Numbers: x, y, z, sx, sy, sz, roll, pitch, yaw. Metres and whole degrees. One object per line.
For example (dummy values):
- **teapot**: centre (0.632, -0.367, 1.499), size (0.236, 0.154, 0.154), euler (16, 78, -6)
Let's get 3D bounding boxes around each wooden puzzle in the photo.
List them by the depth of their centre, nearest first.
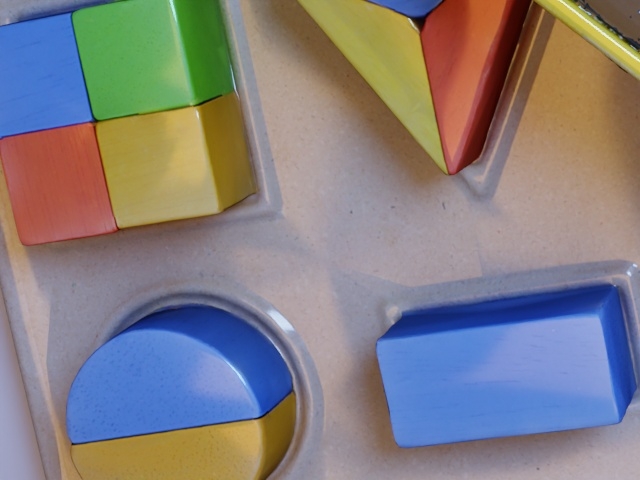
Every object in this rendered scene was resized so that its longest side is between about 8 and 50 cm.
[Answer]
- **wooden puzzle**: centre (0.000, 0.000, 0.778), size (0.322, 0.080, 0.347), euler (-9, 104, 18)

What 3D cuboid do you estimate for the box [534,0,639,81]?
- **box**: centre (0.167, -0.213, 0.633), size (0.257, 0.079, 0.322), euler (39, 100, 4)
